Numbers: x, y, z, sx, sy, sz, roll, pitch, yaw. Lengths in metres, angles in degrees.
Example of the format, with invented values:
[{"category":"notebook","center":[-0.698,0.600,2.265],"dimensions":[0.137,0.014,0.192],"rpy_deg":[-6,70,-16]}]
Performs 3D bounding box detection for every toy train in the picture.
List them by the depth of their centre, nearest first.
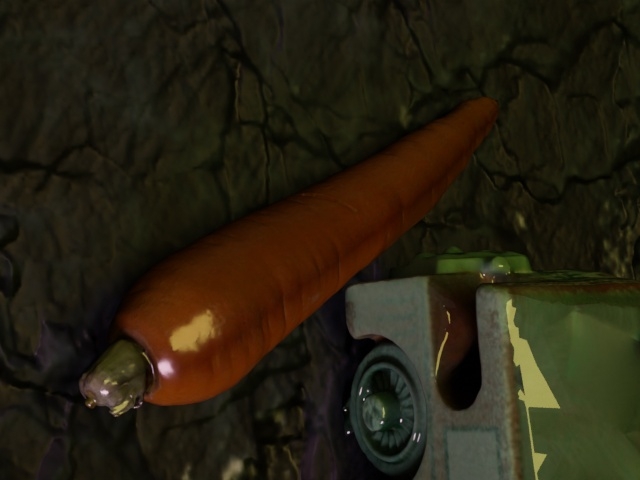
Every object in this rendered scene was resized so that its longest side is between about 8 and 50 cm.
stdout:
[{"category":"toy train","center":[0.100,0.163,0.795],"dimensions":[0.129,0.159,0.326],"rpy_deg":[0,85,-35]}]

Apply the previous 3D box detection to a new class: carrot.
[{"category":"carrot","center":[0.000,0.000,0.806],"dimensions":[0.336,0.069,0.069],"rpy_deg":[-34,104,-41]}]
